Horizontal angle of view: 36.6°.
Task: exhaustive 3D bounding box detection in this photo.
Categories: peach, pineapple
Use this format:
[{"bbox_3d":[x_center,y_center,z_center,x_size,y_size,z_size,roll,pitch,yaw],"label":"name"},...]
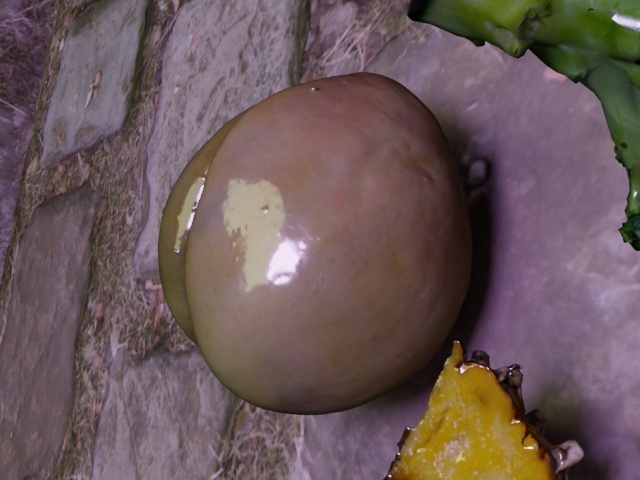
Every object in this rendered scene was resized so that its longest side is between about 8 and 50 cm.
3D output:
[{"bbox_3d":[-0.001,0.000,0.819,0.292,0.247,0.292,-44,16,16],"label":"peach"},{"bbox_3d":[0.111,0.227,0.668,0.161,0.158,0.334,25,105,18],"label":"pineapple"}]

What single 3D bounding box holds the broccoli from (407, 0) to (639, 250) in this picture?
[{"bbox_3d":[0.205,-0.121,0.515,0.297,0.297,0.297,22,-90,-88],"label":"broccoli"}]
